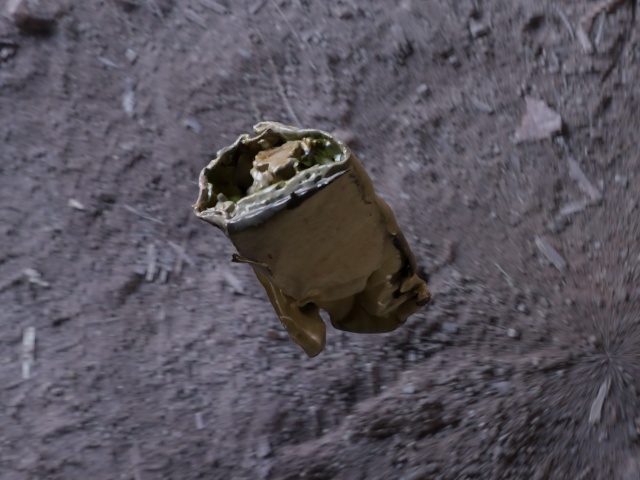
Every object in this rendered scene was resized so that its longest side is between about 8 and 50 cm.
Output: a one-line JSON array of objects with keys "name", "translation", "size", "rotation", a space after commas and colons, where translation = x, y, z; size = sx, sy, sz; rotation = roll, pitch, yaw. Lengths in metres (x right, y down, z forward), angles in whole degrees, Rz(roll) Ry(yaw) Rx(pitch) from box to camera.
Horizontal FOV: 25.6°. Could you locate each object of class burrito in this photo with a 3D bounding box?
[{"name": "burrito", "translation": [-0.003, 0.000, 1.635], "size": [0.190, 0.332, 0.135], "rotation": [-27, 51, 6]}]
